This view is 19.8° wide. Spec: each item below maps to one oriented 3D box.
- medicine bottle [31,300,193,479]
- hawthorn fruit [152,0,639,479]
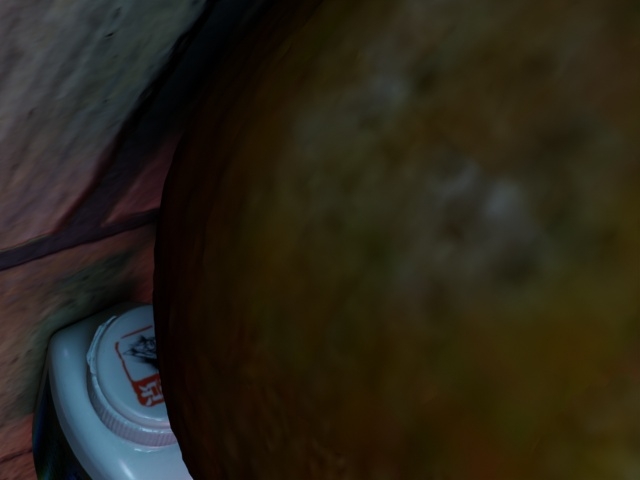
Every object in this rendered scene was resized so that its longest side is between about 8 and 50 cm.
[{"bbox_3d":[-0.099,0.102,0.967,0.083,0.121,0.229,-24,164,-20],"label":"medicine bottle"},{"bbox_3d":[0.150,0.000,0.657,0.402,0.403,0.403,-29,166,-8],"label":"hawthorn fruit"}]
